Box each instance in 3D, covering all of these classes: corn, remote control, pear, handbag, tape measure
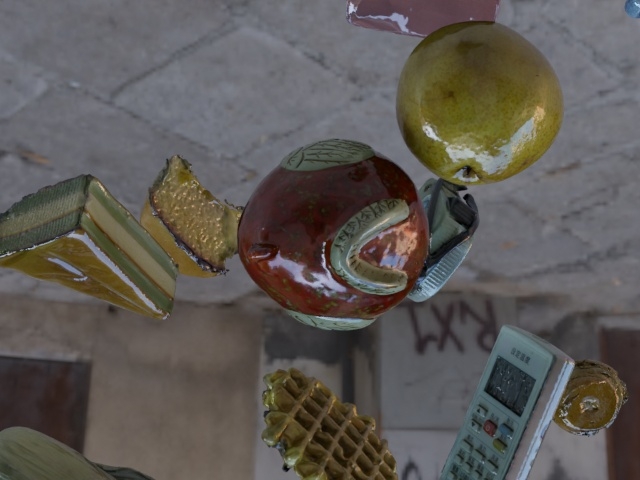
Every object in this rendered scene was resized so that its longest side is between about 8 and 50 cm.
[{"bbox_3d":[-0.287,0.333,1.341,0.305,0.122,0.123,24,-177,11],"label":"corn"},{"bbox_3d":[0.247,0.298,1.560,0.050,0.344,0.145,19,-174,-26],"label":"remote control"},{"bbox_3d":[0.194,-0.163,1.355,0.208,0.209,0.209,1,160,1],"label":"pear"},{"bbox_3d":[0.142,-0.354,1.493,0.212,0.059,0.157,10,135,8],"label":"handbag"},{"bbox_3d":[0.200,-0.013,2.013,0.115,0.235,0.207,36,-173,-16],"label":"tape measure"}]

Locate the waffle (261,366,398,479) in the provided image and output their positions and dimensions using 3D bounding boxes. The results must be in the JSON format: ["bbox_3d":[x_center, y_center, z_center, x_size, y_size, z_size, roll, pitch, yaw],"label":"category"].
[{"bbox_3d":[0.026,0.342,1.821,0.062,0.329,0.329,-43,140,21],"label":"waffle"}]

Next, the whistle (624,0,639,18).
[{"bbox_3d":[0.365,-0.222,1.050,0.180,0.269,0.093,-17,154,-26],"label":"whistle"}]

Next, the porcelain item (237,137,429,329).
[{"bbox_3d":[0.000,0.000,1.342,0.252,0.253,0.253,1,160,1],"label":"porcelain item"}]

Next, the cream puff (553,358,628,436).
[{"bbox_3d":[0.431,0.252,1.791,0.133,0.119,0.104,-37,-165,-8],"label":"cream puff"}]

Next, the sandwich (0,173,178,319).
[{"bbox_3d":[-0.235,0.021,1.108,0.113,0.079,0.163,-15,138,23],"label":"sandwich"}]

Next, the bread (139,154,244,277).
[{"bbox_3d":[-0.195,-0.031,1.732,0.160,0.140,0.169,24,148,8],"label":"bread"}]
